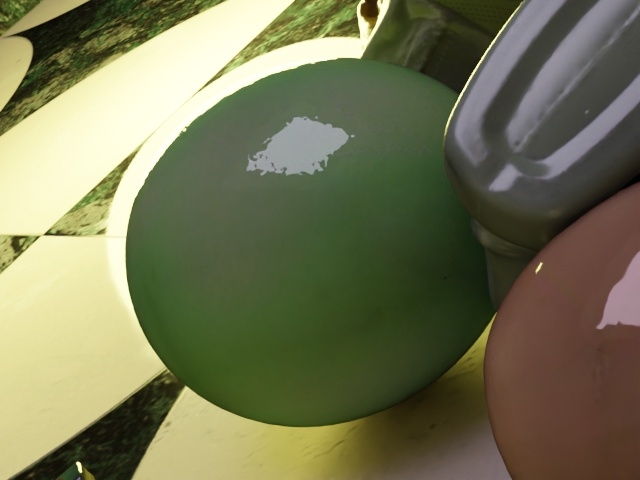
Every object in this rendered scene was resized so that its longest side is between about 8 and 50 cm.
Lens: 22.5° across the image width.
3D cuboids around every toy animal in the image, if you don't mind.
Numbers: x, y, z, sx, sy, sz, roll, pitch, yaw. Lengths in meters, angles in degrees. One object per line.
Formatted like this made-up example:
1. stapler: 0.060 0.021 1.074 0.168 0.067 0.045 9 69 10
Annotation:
1. toy animal: 0.221 0.017 0.678 0.326 0.237 0.269 -37 4 1

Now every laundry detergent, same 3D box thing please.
1. laundry detergent: 0.164 -0.047 0.870 0.215 0.105 0.280 -49 -21 -6

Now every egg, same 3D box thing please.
1. egg: 0.000 0.000 0.982 0.269 0.220 0.220 -35 15 48

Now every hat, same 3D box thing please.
1. hat: 0.147 -0.079 1.062 0.244 0.214 0.149 32 100 47

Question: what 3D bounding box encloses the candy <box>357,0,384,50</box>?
1. candy: 0.152 -0.205 1.326 0.260 0.118 0.260 -28 26 15

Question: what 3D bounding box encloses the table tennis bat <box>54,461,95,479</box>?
1. table tennis bat: -0.272 0.250 1.140 0.274 0.021 0.154 -38 22 -1
